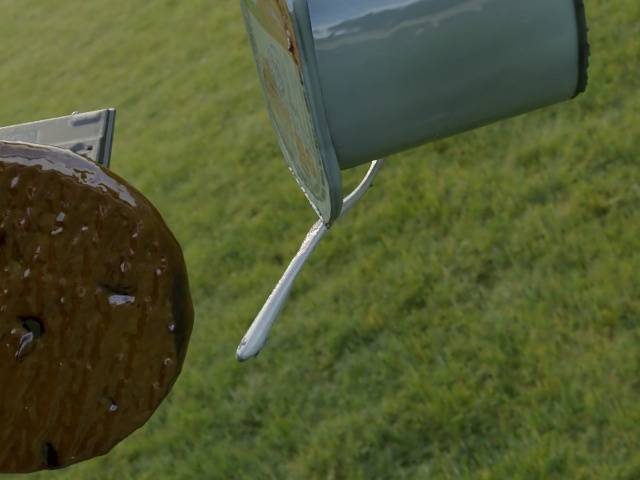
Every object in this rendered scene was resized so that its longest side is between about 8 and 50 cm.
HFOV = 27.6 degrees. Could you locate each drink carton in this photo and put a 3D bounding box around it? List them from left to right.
[{"bbox_3d":[0.052,-0.134,0.847,0.189,0.191,0.185,-20,29,-12],"label":"drink carton"}]

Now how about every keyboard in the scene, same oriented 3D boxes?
[{"bbox_3d":[-0.178,-0.046,0.759,0.129,0.015,0.049,-8,60,21],"label":"keyboard"}]

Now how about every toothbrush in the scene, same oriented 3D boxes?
[{"bbox_3d":[0.000,0.000,0.871,0.204,0.022,0.017,-58,15,-25],"label":"toothbrush"}]

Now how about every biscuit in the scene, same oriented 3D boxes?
[{"bbox_3d":[-0.175,0.040,0.742,0.212,0.212,0.036,-27,24,7],"label":"biscuit"}]
